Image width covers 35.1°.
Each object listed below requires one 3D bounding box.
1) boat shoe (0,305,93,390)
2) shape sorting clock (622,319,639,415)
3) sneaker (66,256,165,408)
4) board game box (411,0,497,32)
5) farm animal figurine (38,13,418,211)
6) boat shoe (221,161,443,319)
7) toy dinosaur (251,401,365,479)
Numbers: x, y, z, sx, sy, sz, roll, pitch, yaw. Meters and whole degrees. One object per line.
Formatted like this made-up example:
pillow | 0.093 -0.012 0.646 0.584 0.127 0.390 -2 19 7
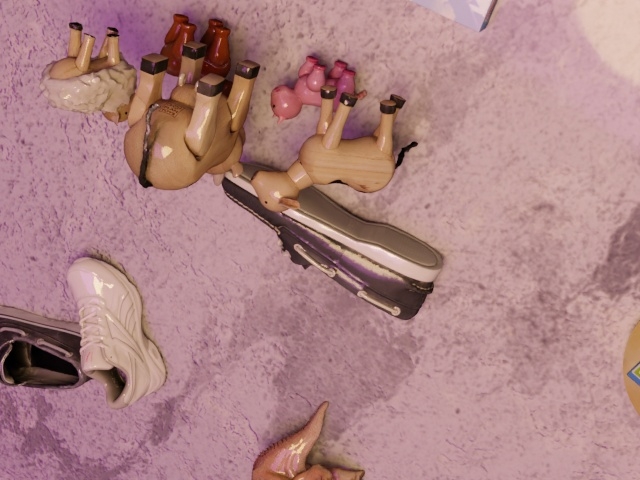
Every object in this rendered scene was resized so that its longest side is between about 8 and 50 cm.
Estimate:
boat shoe | -0.465 0.176 1.548 0.301 0.102 0.108 7 113 22
shape sorting clock | 0.452 0.152 1.156 0.206 0.040 0.206 9 112 24
sneaker | -0.307 0.137 1.452 0.090 0.115 0.232 -20 101 30
board game box | 0.114 -0.346 1.109 0.212 0.039 0.160 27 119 11
farm animal figurine | -0.102 -0.122 1.146 0.330 0.327 0.172 29 116 28
boat shoe | 0.000 0.000 1.259 0.303 0.114 0.091 29 114 12
toy dinosaur | -0.054 0.371 1.435 0.200 0.127 0.295 9 108 29
